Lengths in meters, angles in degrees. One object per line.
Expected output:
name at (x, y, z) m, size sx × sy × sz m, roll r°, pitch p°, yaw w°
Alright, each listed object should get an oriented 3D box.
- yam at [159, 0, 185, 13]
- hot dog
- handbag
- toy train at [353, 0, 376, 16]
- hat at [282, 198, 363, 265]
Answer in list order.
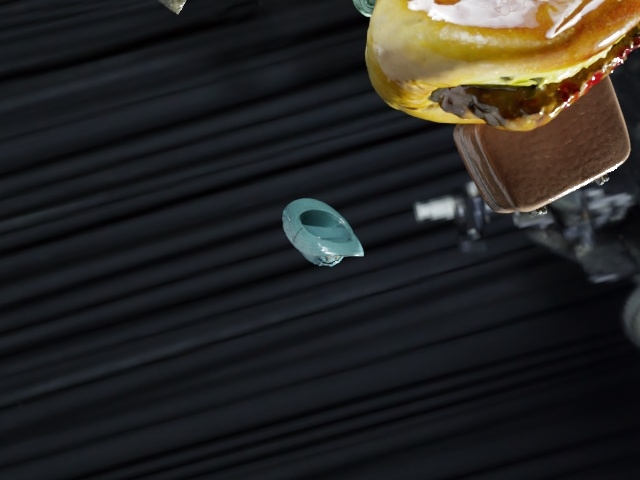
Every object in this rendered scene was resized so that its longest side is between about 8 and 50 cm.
yam at (-0.360, -0.527, 1.990) m, size 0.274 × 0.061 × 0.061 m, roll 38°, pitch 12°, yaw -18°
hot dog at (0.244, -0.266, 1.144) m, size 0.223 × 0.405 × 0.185 m, roll 39°, pitch -16°, yaw 18°
handbag at (0.272, -0.118, 1.286) m, size 0.151 × 0.193 × 0.072 m, roll 63°, pitch -16°, yaw -9°
toy train at (0.187, -0.518, 1.746) m, size 0.397 × 0.160 × 0.253 m, roll -20°, pitch -100°, yaw 48°
hat at (0.000, 0.000, 2.024) m, size 0.191 × 0.138 × 0.078 m, roll 56°, pitch -47°, yaw 46°
